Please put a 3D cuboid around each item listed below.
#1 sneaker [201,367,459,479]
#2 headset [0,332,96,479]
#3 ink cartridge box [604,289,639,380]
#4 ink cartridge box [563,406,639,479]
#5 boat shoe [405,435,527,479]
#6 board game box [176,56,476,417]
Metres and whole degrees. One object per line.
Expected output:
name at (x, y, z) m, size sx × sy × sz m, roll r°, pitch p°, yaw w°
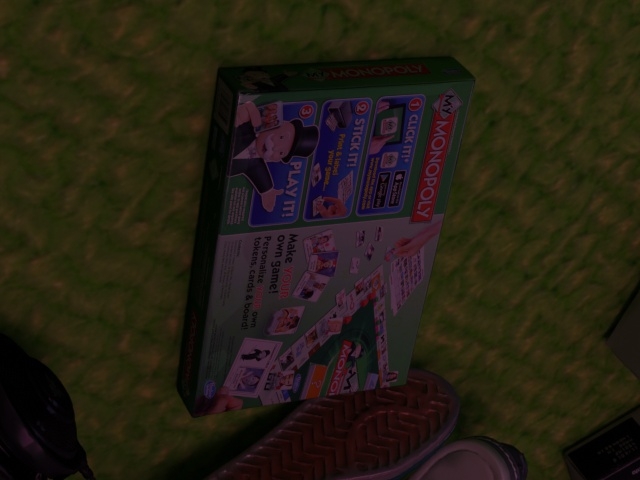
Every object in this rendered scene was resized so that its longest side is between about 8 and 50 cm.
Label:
sneaker at (-0.006, 0.225, 1.491) m, size 0.302 × 0.108 × 0.121 m, roll -29°, pitch 151°, yaw -15°
headset at (-0.268, 0.206, 1.271) m, size 0.394 × 0.185 × 0.243 m, roll 22°, pitch 111°, yaw -25°
ink cartridge box at (0.462, 0.033, 1.576) m, size 0.223 × 0.129 × 0.307 m, roll 14°, pitch 115°, yaw -35°
ink cartridge box at (0.393, 0.318, 1.792) m, size 0.175 × 0.069 × 0.371 m, roll -30°, pitch 134°, yaw -7°
boat shoe at (0.079, 0.301, 1.569) m, size 0.319 × 0.116 × 0.099 m, roll -45°, pitch 161°, yaw 24°
board game box at (0.000, 0.000, 1.360) m, size 0.213 × 0.046 × 0.317 m, roll -6°, pitch 125°, yaw -26°
